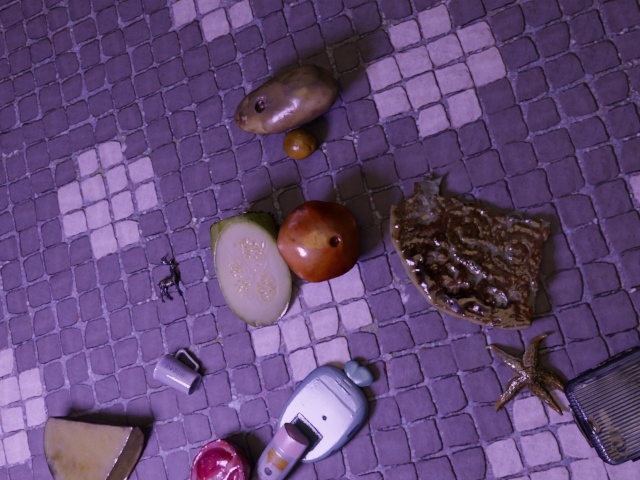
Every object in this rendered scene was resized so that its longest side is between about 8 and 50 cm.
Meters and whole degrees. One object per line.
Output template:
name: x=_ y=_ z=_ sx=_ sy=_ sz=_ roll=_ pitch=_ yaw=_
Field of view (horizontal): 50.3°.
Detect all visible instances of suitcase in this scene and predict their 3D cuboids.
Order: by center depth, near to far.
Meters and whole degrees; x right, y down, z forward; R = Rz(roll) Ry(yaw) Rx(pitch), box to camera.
suitcase: x=0.690 y=0.328 z=1.442 sx=0.312 sy=0.128 sz=0.202 roll=-28 pitch=75 yaw=9

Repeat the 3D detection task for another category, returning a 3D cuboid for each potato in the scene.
potato: x=-0.087 y=-0.359 z=1.775 sx=0.296 sy=0.191 sz=0.141 roll=-15 pitch=121 yaw=20
potato: x=-0.627 y=0.553 z=1.851 sx=0.255 sy=0.112 sz=0.269 roll=30 pitch=89 yaw=23

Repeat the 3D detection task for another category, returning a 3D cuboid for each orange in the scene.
orange: x=-0.057 y=-0.256 z=1.795 sx=0.095 sy=0.085 sz=0.085 roll=17 pitch=88 yaw=40

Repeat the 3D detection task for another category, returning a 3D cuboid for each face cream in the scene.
face cream: x=-0.108 y=0.545 z=1.685 sx=0.084 sy=0.057 sz=0.198 roll=38 pitch=111 yaw=18

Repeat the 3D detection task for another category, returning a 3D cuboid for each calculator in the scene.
calculator: x=0.013 y=0.421 z=1.697 sx=0.185 sy=0.041 sz=0.299 roll=44 pitch=98 yaw=18

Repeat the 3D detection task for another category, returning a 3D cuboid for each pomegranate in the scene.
pomegranate: x=0.003 y=0.002 z=1.680 sx=0.209 sy=0.209 sz=0.209 roll=-3 pitch=82 yaw=17

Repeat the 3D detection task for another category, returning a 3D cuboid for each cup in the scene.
cup: x=-0.375 y=0.348 z=1.825 sx=0.116 sy=0.074 sz=0.104 roll=24 pitch=62 yaw=16

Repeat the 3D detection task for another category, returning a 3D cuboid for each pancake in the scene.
pancake: x=0.347 y=0.029 z=1.647 sx=0.427 sy=0.067 sz=0.304 roll=26 pitch=83 yaw=20

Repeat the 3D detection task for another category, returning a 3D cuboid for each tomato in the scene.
tomato: x=-0.237 y=0.601 z=1.718 sx=0.173 sy=0.099 sz=0.189 roll=-35 pitch=59 yaw=18

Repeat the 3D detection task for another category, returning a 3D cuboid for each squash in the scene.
squash: x=-0.172 y=0.075 z=1.730 sx=0.189 sy=0.189 sz=0.260 roll=-17 pitch=73 yaw=15

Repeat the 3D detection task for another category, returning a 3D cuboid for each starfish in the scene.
starfish: x=0.473 y=0.314 z=1.570 sx=0.223 sy=0.050 sz=0.216 roll=36 pitch=102 yaw=24

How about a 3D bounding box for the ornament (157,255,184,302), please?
ornament: x=-0.424 y=0.104 z=1.891 sx=0.073 sy=0.028 sz=0.125 roll=-24 pitch=78 yaw=13
